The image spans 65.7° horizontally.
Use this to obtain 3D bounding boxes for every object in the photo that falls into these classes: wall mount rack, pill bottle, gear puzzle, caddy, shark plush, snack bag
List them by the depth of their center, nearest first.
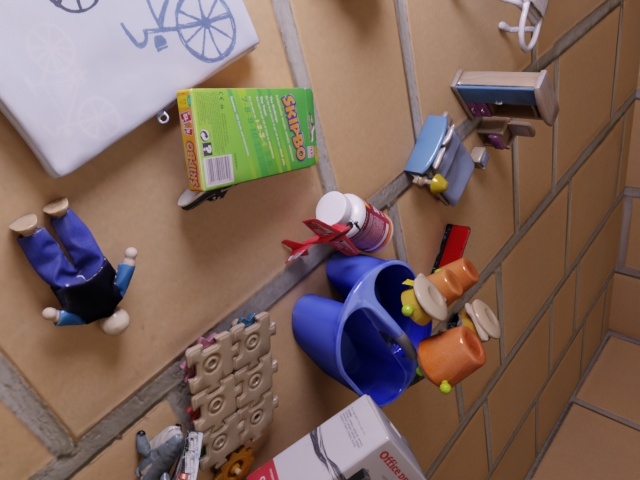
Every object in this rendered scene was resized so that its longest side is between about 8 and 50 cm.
[{"bbox_3d":[-0.243,-0.276,0.528,0.342,0.037,0.323,-47,133,-25],"label":"snack bag"},{"bbox_3d":[-0.245,0.347,0.730,0.073,0.067,0.161,28,84,-48],"label":"shark plush"},{"bbox_3d":[-0.149,0.282,0.837,0.175,0.044,0.339,-23,123,-42],"label":"gear puzzle"},{"bbox_3d":[0.063,-0.034,0.909,0.152,0.086,0.086,24,86,-49],"label":"pill bottle"},{"bbox_3d":[0.105,0.174,0.963,0.241,0.179,0.341,-53,136,-19],"label":"caddy"},{"bbox_3d":[0.413,-0.599,1.060,0.304,0.130,0.350,1,103,-51],"label":"wall mount rack"}]

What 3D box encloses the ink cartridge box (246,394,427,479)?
[{"bbox_3d":[0.037,0.443,0.911,0.273,0.114,0.197,-36,122,-1],"label":"ink cartridge box"}]

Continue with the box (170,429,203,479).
[{"bbox_3d":[-0.210,0.369,0.738,0.027,0.094,0.137,17,109,-14],"label":"box"}]

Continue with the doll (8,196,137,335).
[{"bbox_3d":[-0.280,0.043,0.597,0.129,0.046,0.189,-38,129,-31],"label":"doll"}]

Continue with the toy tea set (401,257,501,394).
[{"bbox_3d":[0.239,0.151,0.961,0.124,0.200,0.336,-38,169,30],"label":"toy tea set"}]

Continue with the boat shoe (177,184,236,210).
[{"bbox_3d":[-0.147,-0.076,0.700,0.125,0.046,0.038,-50,130,-34],"label":"boat shoe"}]

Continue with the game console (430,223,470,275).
[{"bbox_3d":[0.341,0.038,1.239,0.124,0.085,0.144,18,91,-49],"label":"game console"}]

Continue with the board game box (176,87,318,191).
[{"bbox_3d":[-0.088,-0.152,0.705,0.259,0.039,0.124,-23,114,-51],"label":"board game box"}]

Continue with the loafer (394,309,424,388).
[{"bbox_3d":[0.209,0.258,1.175,0.084,0.096,0.267,-39,132,-24],"label":"loafer"}]

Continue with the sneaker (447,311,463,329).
[{"bbox_3d":[0.372,0.248,1.389,0.069,0.038,0.098,27,74,-47],"label":"sneaker"}]

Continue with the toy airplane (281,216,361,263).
[{"bbox_3d":[0.000,0.000,0.842,0.151,0.151,0.028,36,35,-48],"label":"toy airplane"}]

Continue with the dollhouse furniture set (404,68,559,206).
[{"bbox_3d":[0.376,-0.184,1.111,0.286,0.198,0.303,35,79,-48],"label":"dollhouse furniture set"}]
